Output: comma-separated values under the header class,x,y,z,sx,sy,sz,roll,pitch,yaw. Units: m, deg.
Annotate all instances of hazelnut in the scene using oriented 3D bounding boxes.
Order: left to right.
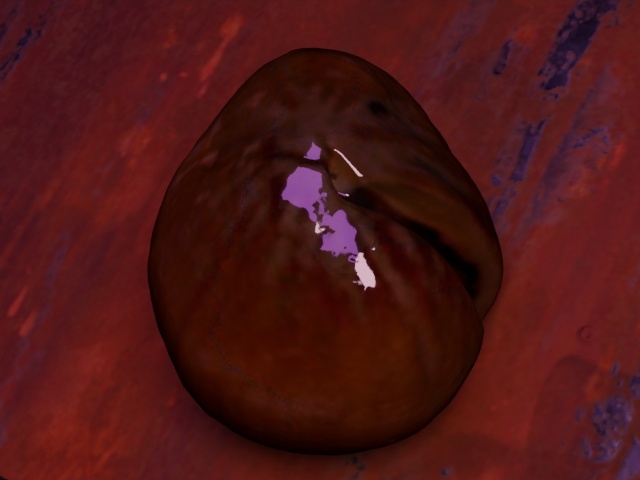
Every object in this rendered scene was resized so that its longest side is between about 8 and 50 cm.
class,x,y,z,sx,sy,sz,roll,pitch,yaw
hazelnut,0.000,0.000,1.146,0.217,0.217,0.251,-8,53,17
